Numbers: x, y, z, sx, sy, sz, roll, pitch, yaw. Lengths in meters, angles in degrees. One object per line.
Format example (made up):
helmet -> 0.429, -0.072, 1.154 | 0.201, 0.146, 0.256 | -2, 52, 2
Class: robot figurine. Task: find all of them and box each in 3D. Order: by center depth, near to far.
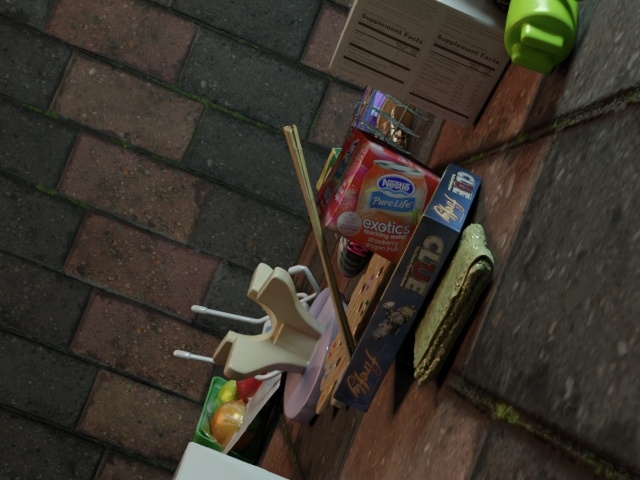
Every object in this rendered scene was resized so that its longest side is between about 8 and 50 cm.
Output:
robot figurine -> 0.214, -0.212, 0.940 | 0.101, 0.067, 0.115 | 105, -178, -47

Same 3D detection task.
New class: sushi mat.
sushi mat -> 0.000, 0.000, 1.305 | 0.151, 0.019, 0.317 | -110, 5, -83

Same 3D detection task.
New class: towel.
towel -> 0.126, 0.061, 0.941 | 0.110, 0.027, 0.148 | -77, 10, -71

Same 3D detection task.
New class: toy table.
toy table -> -0.064, 0.164, 1.660 | 0.252, 0.160, 0.274 | -57, 14, 28

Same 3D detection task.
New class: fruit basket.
fruit basket -> -0.158, 0.372, 2.248 | 0.353, 0.165, 0.327 | -49, 13, 22

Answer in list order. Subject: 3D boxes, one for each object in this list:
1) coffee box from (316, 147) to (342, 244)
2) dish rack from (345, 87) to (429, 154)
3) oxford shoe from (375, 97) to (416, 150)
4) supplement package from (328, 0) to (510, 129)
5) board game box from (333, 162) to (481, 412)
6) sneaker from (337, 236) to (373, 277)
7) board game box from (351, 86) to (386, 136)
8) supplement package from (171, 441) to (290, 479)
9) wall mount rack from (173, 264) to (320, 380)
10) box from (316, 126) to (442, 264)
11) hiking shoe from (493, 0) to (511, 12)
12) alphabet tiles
coffee box -> 0.047, -0.083, 1.932 | 0.113, 0.040, 0.184 | 116, 146, -42
dish rack -> 0.142, -0.246, 1.655 | 0.272, 0.074, 0.208 | -62, 24, 13
oxford shoe -> 0.140, -0.191, 1.800 | 0.076, 0.076, 0.212 | 8, 76, 57
supplement package -> 0.146, -0.305, 1.294 | 0.262, 0.204, 0.145 | -73, 8, -53
board game box -> 0.096, 0.051, 1.068 | 0.243, 0.042, 0.165 | -66, -6, 28
sneaker -> 0.074, -0.011, 1.632 | 0.170, 0.063, 0.075 | -62, 0, 12
board game box -> 0.129, -0.267, 2.088 | 0.347, 0.078, 0.233 | -73, 7, -47
supplement package -> -0.112, 0.386, 1.143 | 0.203, 0.194, 0.149 | -75, 9, -58
wall mount rack -> -0.154, 0.190, 2.196 | 0.304, 0.131, 0.350 | -25, 20, 16
box -> 0.081, -0.063, 1.309 | 0.123, 0.128, 0.257 | -61, 8, 9
hiking shoe -> 0.215, -0.312, 1.096 | 0.227, 0.114, 0.086 | -116, 48, -84
alphabet tiles -> 0.064, 0.116, 1.429 | 0.284, 0.021, 0.278 | -77, 13, -62
